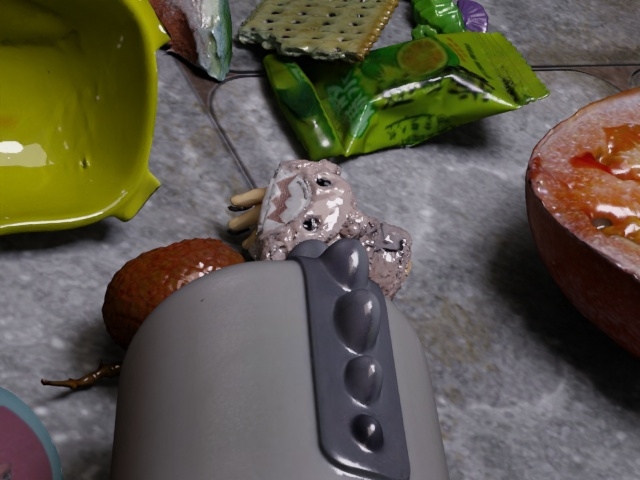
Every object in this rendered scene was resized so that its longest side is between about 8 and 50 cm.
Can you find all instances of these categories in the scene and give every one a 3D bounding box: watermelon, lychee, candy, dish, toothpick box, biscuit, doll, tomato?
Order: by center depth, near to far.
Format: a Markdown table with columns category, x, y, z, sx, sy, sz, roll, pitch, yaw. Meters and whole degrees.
| category | x | y | z | sx | sy | sz | roll | pitch | yaw |
| --- | --- | --- | --- | --- | --- | --- | --- | --- | --- |
| toothpick box | -0.020 | 0.139 | 0.916 | 0.229 | 0.229 | 0.316 | 12 | 39 | -14 |
| lychee | -0.111 | 0.056 | 1.080 | 0.114 | 0.140 | 0.101 | 45 | 16 | -40 |
| dish | -0.253 | -0.109 | 1.153 | 0.262 | 0.221 | 0.108 | 2 | 3 | -29 |
| tomato | 0.328 | 0.017 | 1.294 | 0.338 | 0.144 | 0.338 | 8 | 42 | -7 |
| candy | 0.080 | -0.136 | 1.411 | 0.246 | 0.069 | 0.149 | -15 | 43 | -12 |
| watermelon | -0.146 | -0.228 | 1.413 | 0.139 | 0.071 | 0.187 | -3 | 46 | -24 |
| biscuit | 0.000 | -0.217 | 1.469 | 0.144 | 0.016 | 0.203 | 5 | 32 | 17 |
| doll | 0.111 | -0.240 | 1.569 | 0.115 | 0.050 | 0.190 | 2 | 45 | -30 |

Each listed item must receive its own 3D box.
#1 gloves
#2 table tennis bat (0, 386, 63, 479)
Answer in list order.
| category | x | y | z | sx | sy | sz | roll | pitch | yaw |
| --- | --- | --- | --- | --- | --- | --- | --- | --- | --- |
| gloves | 0.005 | -0.004 | 1.212 | 0.144 | 0.094 | 0.110 | 15 | 50 | -23 |
| table tennis bat | -0.250 | 0.116 | 0.986 | 0.153 | 0.040 | 0.244 | -1 | 49 | -27 |
